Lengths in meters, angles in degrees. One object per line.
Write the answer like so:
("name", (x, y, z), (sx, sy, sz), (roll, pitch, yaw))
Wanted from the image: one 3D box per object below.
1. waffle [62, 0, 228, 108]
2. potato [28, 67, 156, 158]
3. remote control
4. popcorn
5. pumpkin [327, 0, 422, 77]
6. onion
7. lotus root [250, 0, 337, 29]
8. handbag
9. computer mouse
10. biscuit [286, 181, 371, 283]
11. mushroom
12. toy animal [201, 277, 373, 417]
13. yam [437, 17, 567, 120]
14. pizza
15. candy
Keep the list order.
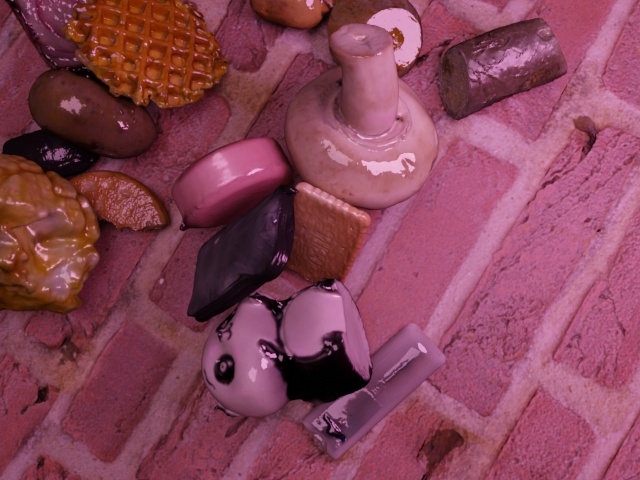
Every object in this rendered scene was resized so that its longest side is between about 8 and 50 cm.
("waffle", (-0.366, -0.426, 1.257), (0.325, 0.068, 0.302), (49, 58, -1))
("potato", (-0.479, -0.263, 1.239), (0.263, 0.165, 0.164), (18, 84, -14))
("remote control", (0.109, 0.307, 1.195), (0.313, 0.055, 0.109), (-42, 82, -1))
("popcorn", (-0.628, -0.011, 1.188), (0.292, 0.294, 0.334), (22, 116, 37))
("pumpkin", (0.131, -0.440, 1.238), (0.218, 0.110, 0.217), (-3, 100, -17))
("onion", (-0.540, -0.503, 1.316), (0.280, 0.146, 0.314), (-32, 86, -28))
("lotus root", (-0.052, -0.529, 1.284), (0.221, 0.118, 0.125), (14, 101, 12))
("handbag", (-0.156, 0.029, 1.131), (0.075, 0.332, 0.191), (27, 49, -30))
("computer mouse", (-0.610, -0.187, 1.305), (0.217, 0.073, 0.121), (-15, 80, 3))
("biscuit", (0.000, -0.001, 1.166), (0.160, 0.249, 0.030), (26, 49, 8))
("mushroom", (0.060, -0.228, 1.151), (0.315, 0.315, 0.356), (-47, 121, -2))
("toy animal", (-0.075, 0.222, 1.137), (0.310, 0.251, 0.250), (-16, 82, 14))
("yam", (0.373, -0.365, 1.216), (0.255, 0.154, 0.153), (-20, 82, 4))
("pizza", (-0.443, -0.087, 1.286), (0.247, 0.058, 0.127), (10, 83, 4))
("candy", (-0.181, -0.110, 1.176), (0.255, 0.255, 0.094), (-28, 82, 1))
